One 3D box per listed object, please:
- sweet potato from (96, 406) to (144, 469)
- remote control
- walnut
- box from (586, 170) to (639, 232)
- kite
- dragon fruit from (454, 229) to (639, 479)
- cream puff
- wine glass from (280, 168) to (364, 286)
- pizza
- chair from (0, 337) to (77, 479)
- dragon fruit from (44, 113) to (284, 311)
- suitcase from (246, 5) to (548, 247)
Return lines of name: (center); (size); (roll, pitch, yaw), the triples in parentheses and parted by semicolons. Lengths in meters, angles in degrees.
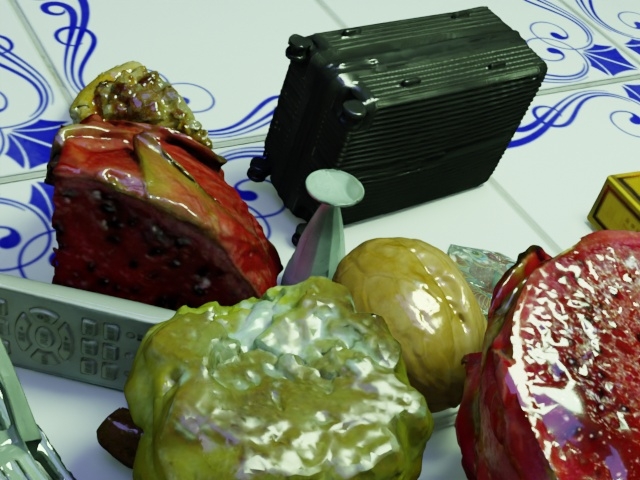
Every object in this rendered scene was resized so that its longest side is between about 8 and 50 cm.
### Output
sweet potato: (-0.149, 0.196, 0.882); (0.117, 0.049, 0.049); (30, 42, 2)
remote control: (-0.274, 0.074, 0.928); (0.313, 0.109, 0.055); (13, 41, -1)
walnut: (0.091, 0.086, 0.992); (0.159, 0.159, 0.207); (-11, 51, -27)
box: (0.513, 0.028, 1.232); (0.192, 0.084, 0.301); (-9, 46, -25)
kite: (0.192, 0.080, 1.135); (0.127, 0.016, 0.229); (19, 37, 10)
dragon fruit: (0.286, 0.190, 0.846); (0.386, 0.249, 0.371); (10, 52, -18)
cream puff: (-0.042, 0.163, 0.838); (0.281, 0.185, 0.282); (7, 42, -6)
wine glass: (0.000, 0.000, 1.060); (0.073, 0.155, 0.073); (6, 38, -5)
pizza: (-0.221, -0.167, 1.249); (0.194, 0.069, 0.154); (24, 40, 13)
chair: (-0.282, 0.185, 0.751); (0.203, 0.190, 0.275); (-31, 86, -39)
dragon fruit: (-0.204, -0.025, 1.036); (0.240, 0.302, 0.330); (-29, 33, -1)
suitcase: (0.100, -0.148, 1.203); (0.335, 0.230, 0.152); (-16, 57, -32)
